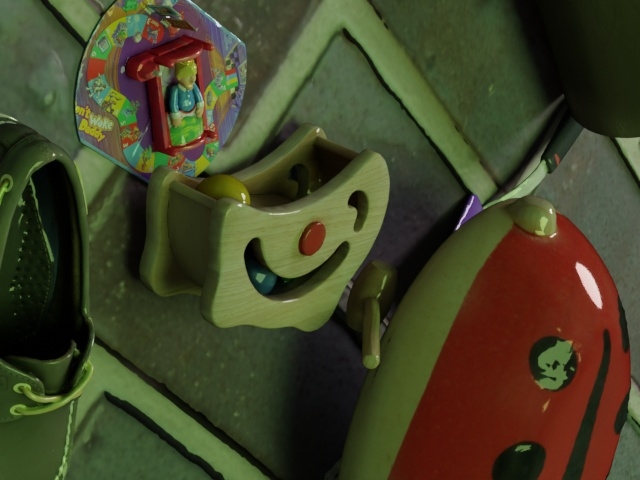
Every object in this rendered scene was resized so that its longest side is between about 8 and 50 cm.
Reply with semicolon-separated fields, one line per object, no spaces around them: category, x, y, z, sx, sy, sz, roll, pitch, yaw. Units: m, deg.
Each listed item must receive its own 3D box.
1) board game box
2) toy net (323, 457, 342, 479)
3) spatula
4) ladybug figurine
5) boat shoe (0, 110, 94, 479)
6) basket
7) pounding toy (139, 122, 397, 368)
board game box;-0.105;-0.108;1.124;0.168;0.033;0.133;34;80;-50
toy net;0.072;0.201;1.464;0.232;0.045;0.122;-33;139;-33
spatula;0.202;-0.059;1.506;0.296;0.030;0.084;-48;138;-25
ladybug figurine;0.159;0.171;1.365;0.305;0.162;0.449;-23;132;-41
boat shoe;-0.206;0.065;1.035;0.109;0.091;0.305;-22;122;-42
basket;0.288;-0.223;1.442;0.204;0.154;0.227;-30;134;-15
pounding toy;0.000;0.000;1.188;0.269;0.155;0.154;7;106;-57
